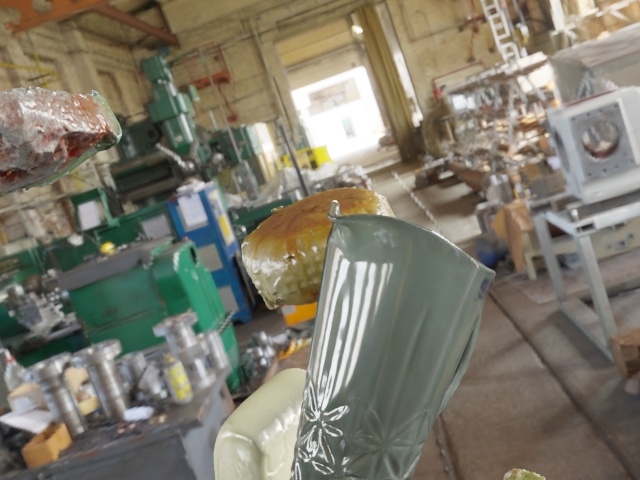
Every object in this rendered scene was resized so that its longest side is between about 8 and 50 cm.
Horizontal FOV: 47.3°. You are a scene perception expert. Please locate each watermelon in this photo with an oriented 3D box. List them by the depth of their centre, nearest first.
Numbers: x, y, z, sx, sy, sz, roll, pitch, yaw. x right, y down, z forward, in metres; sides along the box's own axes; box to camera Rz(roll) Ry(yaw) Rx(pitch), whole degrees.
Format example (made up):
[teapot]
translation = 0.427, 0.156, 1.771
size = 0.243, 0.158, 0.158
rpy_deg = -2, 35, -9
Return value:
[watermelon]
translation = -0.219, -0.062, 0.486
size = 0.187, 0.071, 0.139
rpy_deg = -17, 5, -27

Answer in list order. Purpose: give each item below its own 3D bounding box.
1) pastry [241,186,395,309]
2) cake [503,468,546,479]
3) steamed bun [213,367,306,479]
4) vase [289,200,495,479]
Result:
[pastry]
translation = 0.000, 0.000, 0.895
size = 0.192, 0.093, 0.182
rpy_deg = -21, 20, 5
[cake]
translation = 0.081, 0.174, 0.332
size = 0.055, 0.051, 0.140
rpy_deg = 9, 46, 46
[steamed bun]
translation = -0.048, 0.315, 1.001
size = 0.154, 0.250, 0.200
rpy_deg = -9, 22, 43
[vase]
translation = 0.060, 0.131, 0.689
size = 0.251, 0.301, 0.156
rpy_deg = 12, 5, -45
